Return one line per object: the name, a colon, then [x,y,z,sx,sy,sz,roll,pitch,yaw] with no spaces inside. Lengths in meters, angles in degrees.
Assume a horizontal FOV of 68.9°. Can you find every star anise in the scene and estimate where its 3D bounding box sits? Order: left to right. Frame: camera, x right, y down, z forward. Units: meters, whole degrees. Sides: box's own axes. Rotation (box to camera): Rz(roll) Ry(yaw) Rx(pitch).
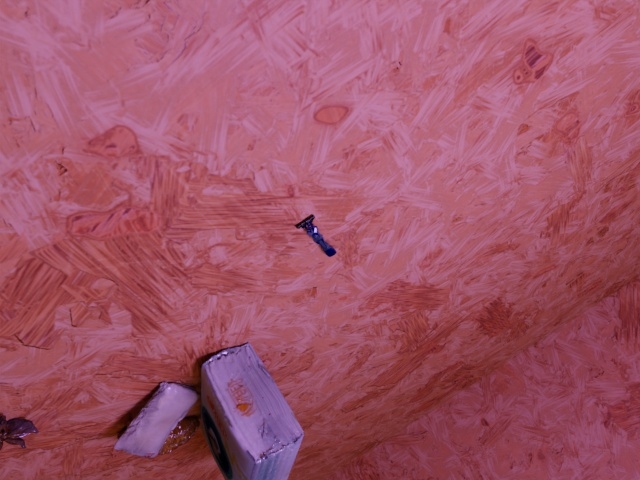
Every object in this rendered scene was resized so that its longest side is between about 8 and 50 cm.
star anise: [-0.686,0.418,1.009,0.141,0.042,0.141,-18,139,-16]

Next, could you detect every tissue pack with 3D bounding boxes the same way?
tissue pack: [-0.195,0.494,1.216,0.162,0.287,0.388,-20,144,-30]

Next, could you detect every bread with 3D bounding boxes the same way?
bread: [-0.443,0.551,1.302,0.233,0.076,0.105,8,129,-37]

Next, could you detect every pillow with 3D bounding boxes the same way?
pillow: [-0.416,0.461,1.199,0.128,0.051,0.229,33,96,-40]

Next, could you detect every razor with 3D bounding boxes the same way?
razor: [0.002,0.003,0.980,0.044,0.028,0.154,-33,143,5]
